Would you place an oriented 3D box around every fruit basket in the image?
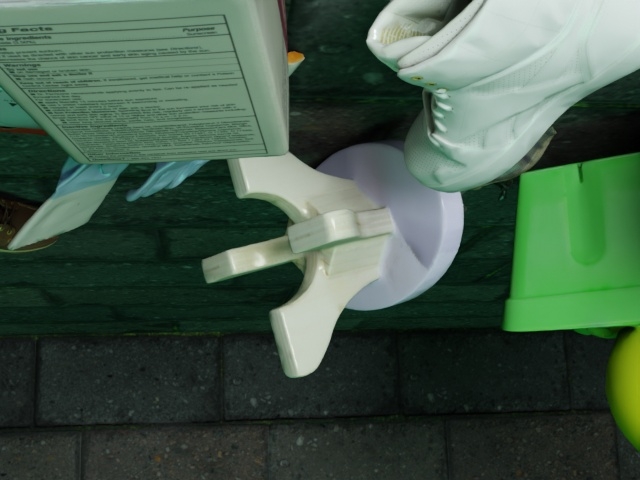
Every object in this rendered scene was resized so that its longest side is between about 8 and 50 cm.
[{"bbox_3d":[0.387,0.080,0.931,0.392,0.392,0.283,-9,-179,29],"label":"fruit basket"}]

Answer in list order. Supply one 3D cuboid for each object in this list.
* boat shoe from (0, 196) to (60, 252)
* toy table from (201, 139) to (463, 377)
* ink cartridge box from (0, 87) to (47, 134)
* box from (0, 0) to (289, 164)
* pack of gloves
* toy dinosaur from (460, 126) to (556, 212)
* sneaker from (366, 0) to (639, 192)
[{"bbox_3d":[-0.400,-0.023,1.113,0.178,0.064,0.060,11,164,-36],"label":"boat shoe"},{"bbox_3d":[0.000,0.000,0.931,0.161,0.252,0.274,-12,164,-34],"label":"toy table"},{"bbox_3d":[-0.266,-0.109,0.778,0.189,0.066,0.232,3,162,-20],"label":"ink cartridge box"},{"bbox_3d":[-0.099,-0.137,0.506,0.149,0.126,0.232,-2,167,2],"label":"box"},{"bbox_3d":[-0.149,-0.087,0.757,0.195,0.046,0.232,-23,170,-42],"label":"pack of gloves"},{"bbox_3d":[0.159,-0.063,1.039,0.268,0.064,0.118,-13,157,31],"label":"toy dinosaur"},{"bbox_3d":[0.096,-0.128,0.657,0.169,0.108,0.292,6,156,-24],"label":"sneaker"}]
